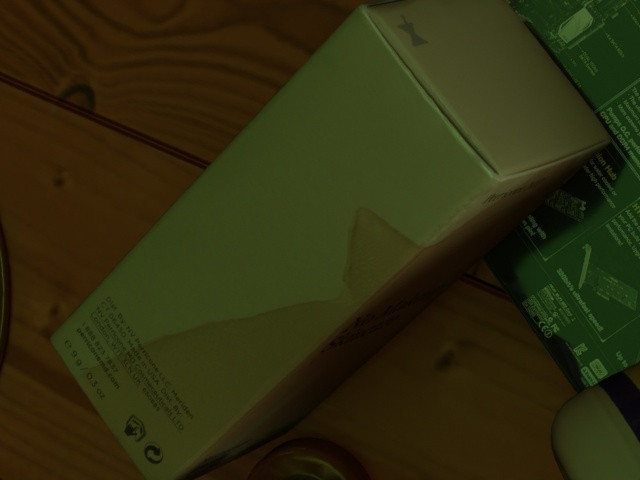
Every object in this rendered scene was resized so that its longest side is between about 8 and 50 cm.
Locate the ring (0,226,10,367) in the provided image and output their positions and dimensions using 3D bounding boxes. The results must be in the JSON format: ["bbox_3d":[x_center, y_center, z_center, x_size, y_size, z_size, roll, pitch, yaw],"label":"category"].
[{"bbox_3d":[-0.372,0.041,1.287,0.336,0.032,0.336,-1,86,16],"label":"ring"}]

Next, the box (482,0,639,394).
[{"bbox_3d":[0.194,-0.062,1.108,0.242,0.076,0.307,-37,78,11],"label":"box"}]

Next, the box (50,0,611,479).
[{"bbox_3d":[0.000,0.000,1.069,0.311,0.148,0.121,-45,75,34],"label":"box"}]

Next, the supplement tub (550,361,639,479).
[{"bbox_3d":[0.310,0.119,0.947,0.331,0.241,0.241,-28,80,2],"label":"supplement tub"}]

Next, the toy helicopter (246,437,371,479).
[{"bbox_3d":[-0.031,0.313,1.144,0.235,0.140,0.355,39,108,6],"label":"toy helicopter"}]
